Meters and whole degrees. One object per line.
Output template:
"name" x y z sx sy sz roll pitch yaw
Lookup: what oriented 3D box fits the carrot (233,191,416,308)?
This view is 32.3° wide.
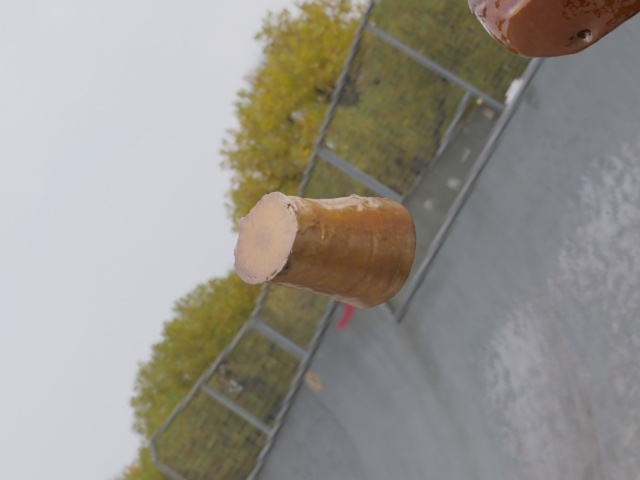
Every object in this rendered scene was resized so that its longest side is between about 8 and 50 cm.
"carrot" 0.000 0.000 1.738 0.254 0.196 0.196 14 -66 -41

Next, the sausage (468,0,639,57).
"sausage" 0.258 -0.284 1.027 0.268 0.153 0.141 -37 39 32
